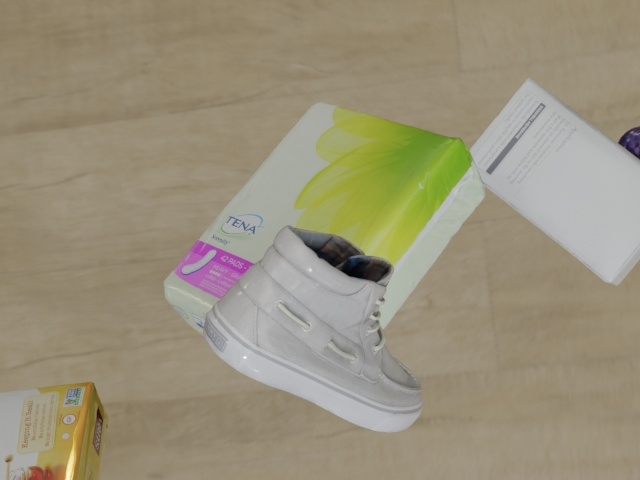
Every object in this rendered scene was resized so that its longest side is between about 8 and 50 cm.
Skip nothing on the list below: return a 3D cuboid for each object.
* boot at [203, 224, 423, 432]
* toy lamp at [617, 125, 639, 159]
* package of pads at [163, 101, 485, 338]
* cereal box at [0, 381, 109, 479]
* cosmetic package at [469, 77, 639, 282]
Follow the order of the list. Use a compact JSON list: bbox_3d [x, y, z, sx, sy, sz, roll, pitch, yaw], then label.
[{"bbox_3d":[0.029,0.073,1.137,0.123,0.258,0.095,-51,49,12],"label":"boot"},{"bbox_3d":[0.426,-0.107,1.639,0.080,0.274,0.080,0,94,-3],"label":"toy lamp"},{"bbox_3d":[0.000,0.000,1.438,0.229,0.101,0.296,22,67,45],"label":"package of pads"},{"bbox_3d":[-0.267,0.180,0.895,0.240,0.173,0.047,-7,133,6],"label":"cereal box"},{"bbox_3d":[0.309,-0.065,1.664,0.225,0.224,0.138,41,97,12],"label":"cosmetic package"}]
